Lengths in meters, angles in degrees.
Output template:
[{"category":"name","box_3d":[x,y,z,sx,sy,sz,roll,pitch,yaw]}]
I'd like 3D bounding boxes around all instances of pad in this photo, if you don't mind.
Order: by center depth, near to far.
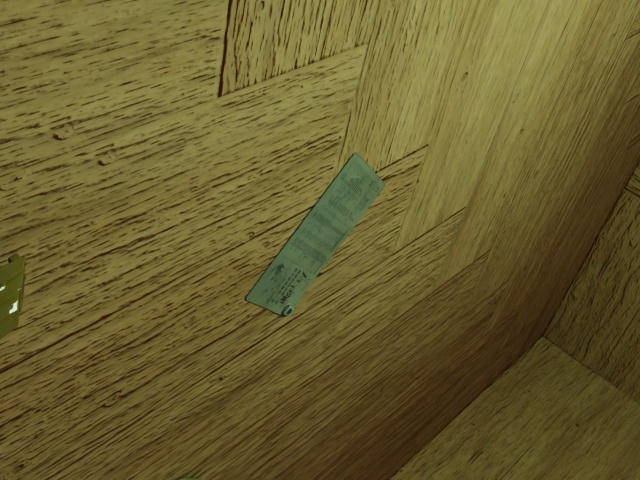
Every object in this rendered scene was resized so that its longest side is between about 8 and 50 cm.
[{"category":"pad","box_3d":[0.000,0.000,1.219,0.265,0.009,0.159,-53,155,1]}]

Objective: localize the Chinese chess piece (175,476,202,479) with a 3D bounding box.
[{"category":"Chinese chess piece","box_3d":[-0.254,0.521,1.346,0.270,0.112,0.270,-39,152,-25]}]

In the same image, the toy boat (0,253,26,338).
[{"category":"toy boat","box_3d":[-0.326,0.071,0.670,0.200,0.077,0.057,-36,163,-38]}]
